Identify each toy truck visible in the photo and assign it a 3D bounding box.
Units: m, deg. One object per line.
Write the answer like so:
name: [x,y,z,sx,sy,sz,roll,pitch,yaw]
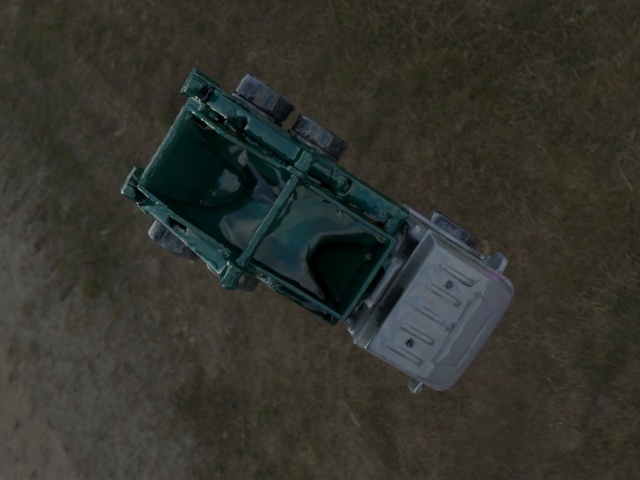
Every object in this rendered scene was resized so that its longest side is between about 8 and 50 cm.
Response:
toy truck: [0.000,0.000,0.382,0.110,0.216,0.116,-56,12,7]
